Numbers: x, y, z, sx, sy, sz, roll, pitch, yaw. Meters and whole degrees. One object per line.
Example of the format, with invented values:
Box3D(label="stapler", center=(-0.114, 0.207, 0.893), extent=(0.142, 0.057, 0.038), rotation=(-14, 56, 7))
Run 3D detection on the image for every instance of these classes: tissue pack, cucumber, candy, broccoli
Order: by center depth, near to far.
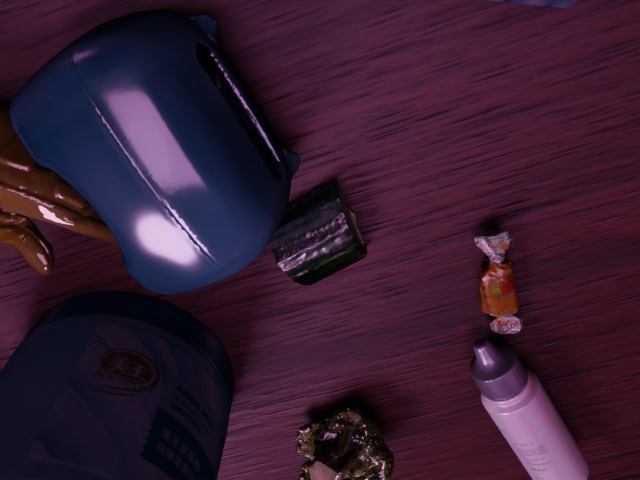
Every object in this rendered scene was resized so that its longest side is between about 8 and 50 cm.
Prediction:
Box3D(label="tissue pack", center=(-0.158, -0.099, 0.675), extent=(0.206, 0.198, 0.287), rotation=(-26, 114, 17))
Box3D(label="cucumber", center=(0.000, 0.000, 0.809), extent=(0.115, 0.062, 0.116), rotation=(-26, 114, 19))
Box3D(label="candy", center=(0.241, 0.057, 0.844), extent=(0.053, 0.046, 0.182), rotation=(-13, 123, 5))
Box3D(label="broccoli", center=(0.032, 0.339, 0.961), extent=(0.162, 0.138, 0.146), rotation=(-34, 78, 29))

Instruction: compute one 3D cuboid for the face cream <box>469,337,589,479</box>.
Box3D(label="face cream", center=(0.304, 0.258, 0.929), extent=(0.092, 0.092, 0.311), rotation=(-28, 116, 16))

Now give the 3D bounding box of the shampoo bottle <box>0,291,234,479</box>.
Box3D(label="shampoo bottle", center=(-0.301, 0.298, 0.821), extent=(0.331, 0.343, 0.331), rotation=(1, 120, 2))

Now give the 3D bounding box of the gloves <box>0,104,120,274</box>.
Box3D(label="gloves", center=(-0.362, -0.077, 0.723), extent=(0.331, 0.154, 0.141), rotation=(22, 120, -3))

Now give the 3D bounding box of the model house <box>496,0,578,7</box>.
Box3D(label="model house", center=(0.088, -0.388, 0.390), extent=(0.394, 0.400, 0.446), rotation=(-13, 105, -33))
